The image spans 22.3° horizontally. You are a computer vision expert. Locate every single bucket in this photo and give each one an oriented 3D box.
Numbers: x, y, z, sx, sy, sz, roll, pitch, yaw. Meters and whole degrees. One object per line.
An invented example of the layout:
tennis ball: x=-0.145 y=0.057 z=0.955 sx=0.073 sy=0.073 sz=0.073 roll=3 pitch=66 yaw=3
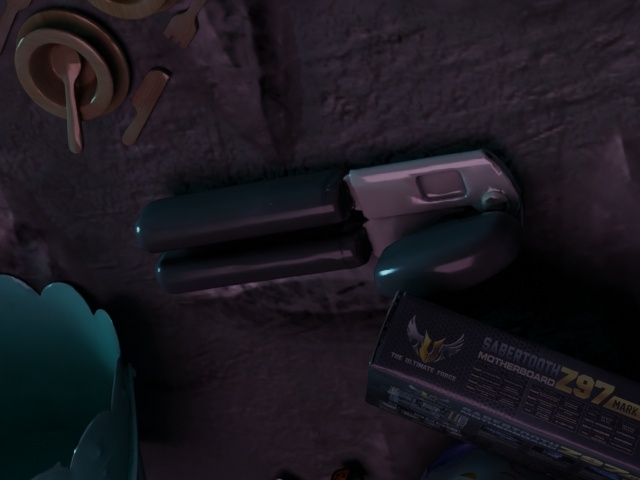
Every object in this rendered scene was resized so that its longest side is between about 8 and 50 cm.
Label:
bucket: x=-0.267 y=0.180 z=1.273 sx=0.281 sy=0.281 sz=0.183 roll=5 pitch=133 yaw=22

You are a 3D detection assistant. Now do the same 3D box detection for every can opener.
can opener: x=0.000 y=0.000 z=1.102 sx=0.283 sy=0.095 sz=0.076 roll=-9 pitch=123 yaw=23

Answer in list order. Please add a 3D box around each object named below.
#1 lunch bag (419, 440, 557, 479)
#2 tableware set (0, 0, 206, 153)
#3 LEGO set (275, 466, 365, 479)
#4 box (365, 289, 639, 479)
lunch bag: x=0.136 y=0.312 z=1.242 sx=0.243 sy=0.115 sz=0.303 roll=26 pitch=116 yaw=-8
tableware set: x=-0.155 y=-0.147 z=1.091 sx=0.128 sy=0.039 sz=0.194 roll=33 pitch=134 yaw=-4
LEGO set: x=0.011 y=0.287 z=1.371 sx=0.182 sy=0.060 sz=0.244 roll=29 pitch=134 yaw=-5
box: x=0.146 y=0.115 z=1.095 sx=0.233 sy=0.059 sz=0.183 roll=21 pitch=169 yaw=6
